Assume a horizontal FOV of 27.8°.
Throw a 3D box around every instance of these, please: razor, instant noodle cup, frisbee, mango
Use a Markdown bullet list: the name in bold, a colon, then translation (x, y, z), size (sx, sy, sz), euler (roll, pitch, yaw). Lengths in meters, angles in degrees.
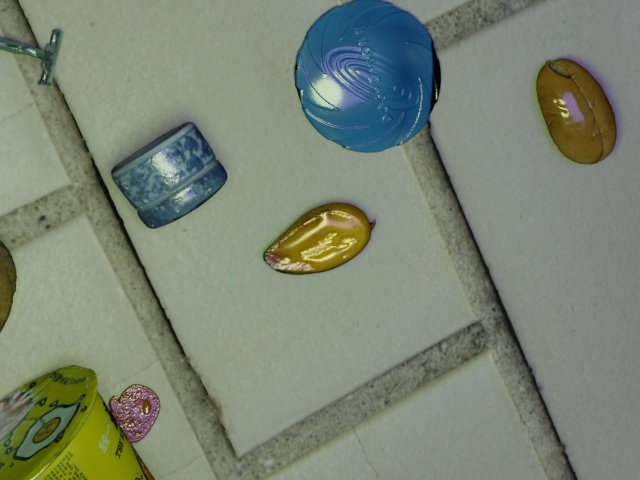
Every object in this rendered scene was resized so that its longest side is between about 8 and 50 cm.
- **razor**: translation (-0.486, -0.291, 1.878), size (0.211, 0.036, 0.084), euler (13, 89, -16)
- **instant noodle cup**: translation (-0.374, 0.375, 1.830), size (0.326, 0.325, 0.254), euler (-39, 111, -9)
- **frisbee**: translation (0.079, -0.258, 2.031), size (0.242, 0.045, 0.242), euler (-2, 96, -15)
- **mango**: translation (0.000, 0.000, 2.018), size (0.188, 0.066, 0.101), euler (-25, 108, -7)

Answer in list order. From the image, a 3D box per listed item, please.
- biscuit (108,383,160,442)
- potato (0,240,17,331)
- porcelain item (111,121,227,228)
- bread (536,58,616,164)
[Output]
- **biscuit**: translation (-0.289, 0.263, 1.984), size (0.078, 0.015, 0.091), euler (34, 85, -13)
- **potato**: translation (-0.547, 0.092, 1.811), size (0.229, 0.229, 0.266), euler (36, 79, -15)
- **porcelain item**: translation (-0.220, -0.093, 1.908), size (0.147, 0.147, 0.114), euler (-34, 103, -10)
- **bread**: translation (0.420, -0.210, 2.112), size (0.114, 0.077, 0.189), euler (-30, 104, -7)
